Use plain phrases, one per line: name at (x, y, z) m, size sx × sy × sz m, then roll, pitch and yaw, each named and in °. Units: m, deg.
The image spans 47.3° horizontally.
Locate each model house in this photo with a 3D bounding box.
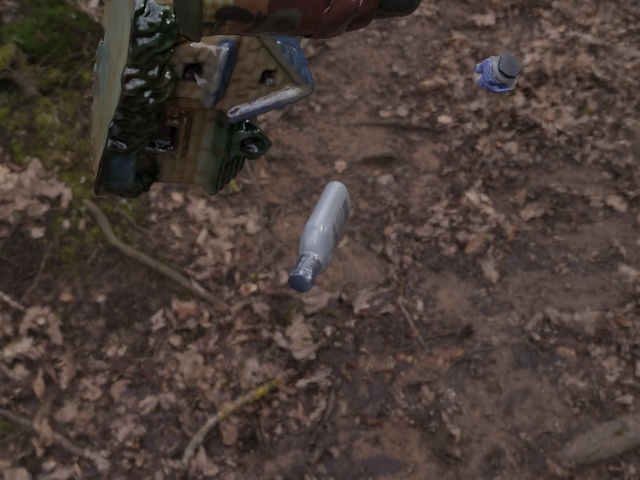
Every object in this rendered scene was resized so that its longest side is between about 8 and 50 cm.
model house at (-0.218, -0.305, 1.404) m, size 0.400 × 0.445 × 0.395 m, roll 3°, pitch 40°, yaw -26°

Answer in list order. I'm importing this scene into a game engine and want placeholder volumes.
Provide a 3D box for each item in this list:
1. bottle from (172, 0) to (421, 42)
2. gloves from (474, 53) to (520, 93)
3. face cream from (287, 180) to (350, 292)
bottle at (-0.019, -0.281, 0.771) m, size 0.271 × 0.143 × 0.156 m, roll -4°, pitch 51°, yaw -13°
gloves at (0.495, -0.467, 2.057) m, size 0.097 × 0.119 × 0.229 m, roll -44°, pitch 2°, yaw 7°
face cream at (0.000, 0.000, 1.614) m, size 0.071 × 0.144 × 0.291 m, roll 9°, pitch 43°, yaw 15°
